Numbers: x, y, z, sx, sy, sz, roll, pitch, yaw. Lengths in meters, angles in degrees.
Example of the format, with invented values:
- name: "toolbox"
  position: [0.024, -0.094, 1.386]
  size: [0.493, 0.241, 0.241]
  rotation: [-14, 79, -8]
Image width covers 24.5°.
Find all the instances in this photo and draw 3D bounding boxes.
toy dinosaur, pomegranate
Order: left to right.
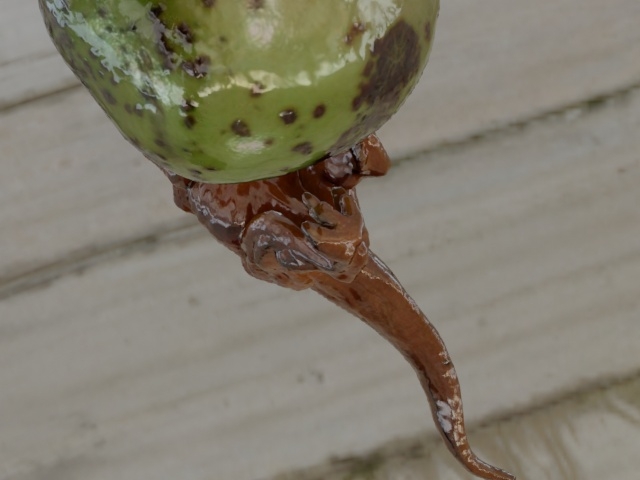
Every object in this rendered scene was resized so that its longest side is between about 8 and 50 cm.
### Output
- name: "pomegranate"
  position: [-0.007, -0.152, 0.742]
  size: [0.276, 0.204, 0.222]
  rotation: [-20, -100, 31]
- name: "toy dinosaur"
  position: [0.000, 0.000, 0.945]
  size: [0.097, 0.208, 0.432]
  rotation: [-40, -91, -24]
